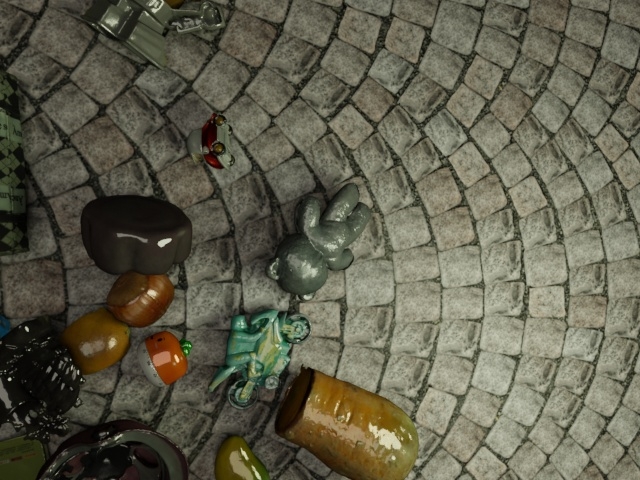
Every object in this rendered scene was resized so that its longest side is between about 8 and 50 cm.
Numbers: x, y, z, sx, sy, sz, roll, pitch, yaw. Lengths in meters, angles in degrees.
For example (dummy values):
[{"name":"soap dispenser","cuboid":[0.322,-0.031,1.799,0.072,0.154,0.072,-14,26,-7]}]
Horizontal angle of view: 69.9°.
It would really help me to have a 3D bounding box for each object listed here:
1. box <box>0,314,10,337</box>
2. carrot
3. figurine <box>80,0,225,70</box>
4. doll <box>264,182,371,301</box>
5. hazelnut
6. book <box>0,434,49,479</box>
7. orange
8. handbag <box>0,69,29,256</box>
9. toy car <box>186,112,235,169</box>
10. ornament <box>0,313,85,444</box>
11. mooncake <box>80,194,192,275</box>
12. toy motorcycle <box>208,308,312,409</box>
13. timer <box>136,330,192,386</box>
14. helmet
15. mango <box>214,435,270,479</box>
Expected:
[{"name":"box","cuboid":[-0.885,0.183,0.981,0.265,0.048,0.273,-31,135,-10]},{"name":"carrot","cuboid":[0.072,0.479,1.173,0.341,0.224,0.224,31,84,-7]},{"name":"figurine","cuboid":[-0.404,-0.590,1.093,0.343,0.167,0.284,29,93,-31]},{"name":"doll","cuboid":[-0.006,0.001,1.211,0.340,0.158,0.245,-57,132,-20]},{"name":"hazelnut","cuboid":[-0.430,0.138,1.111,0.151,0.150,0.150,0,91,-12]},{"name":"book","cuboid":[-0.756,0.654,1.097,0.240,0.035,0.351,-11,93,-10]},{"name":"orange","cuboid":[-0.548,0.252,1.104,0.160,0.112,0.169,14,99,-12]},{"name":"handbag","cuboid":[-0.839,-0.165,1.011,0.317,0.180,0.415,-2,92,0]},{"name":"toy car","cuboid":[-0.283,-0.247,1.160,0.112,0.112,0.139,-4,81,4]},{"name":"ornament","cuboid":[-0.641,0.331,1.032,0.251,0.106,0.260,-38,97,5]},{"name":"mooncake","cuboid":[-0.423,-0.015,1.063,0.245,0.245,0.133,5,111,-12]},{"name":"toy motorcycle","cuboid":[-0.167,0.286,1.181,0.198,0.109,0.296,35,82,-8]},{"name":"timer","cuboid":[-0.379,0.288,1.139,0.136,0.099,0.136,-3,103,-12]},{"name":"helmet","cuboid":[-0.488,0.544,1.070,0.339,0.197,0.270,-26,104,-18]},{"name":"mango","cuboid":[-0.208,0.608,1.190,0.122,0.085,0.191,-36,88,1]}]
